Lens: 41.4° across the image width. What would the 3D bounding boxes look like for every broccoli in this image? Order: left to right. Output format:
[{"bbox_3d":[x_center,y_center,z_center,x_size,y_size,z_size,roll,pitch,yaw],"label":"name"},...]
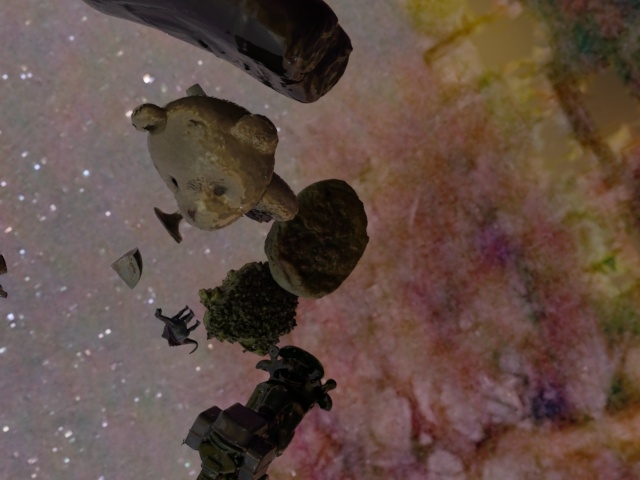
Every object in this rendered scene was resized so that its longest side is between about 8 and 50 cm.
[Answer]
[{"bbox_3d":[-0.199,0.172,2.189,0.288,0.245,0.248,40,-125,-47],"label":"broccoli"}]

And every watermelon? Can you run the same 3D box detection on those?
[{"bbox_3d":[-0.371,0.045,1.620,0.085,0.061,0.085,174,90,-78],"label":"watermelon"}]

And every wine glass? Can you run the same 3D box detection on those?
[{"bbox_3d":[-0.305,-0.109,2.184,0.126,0.241,0.126,53,-179,-1],"label":"wine glass"}]

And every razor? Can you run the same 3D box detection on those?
[{"bbox_3d":[-0.135,-0.281,1.002,0.349,0.114,0.204,26,180,11],"label":"razor"}]

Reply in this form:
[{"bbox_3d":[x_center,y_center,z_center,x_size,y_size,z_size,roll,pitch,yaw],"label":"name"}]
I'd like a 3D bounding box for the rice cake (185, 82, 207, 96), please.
[{"bbox_3d":[-0.258,-0.286,2.106,0.245,0.045,0.042,58,170,15],"label":"rice cake"}]

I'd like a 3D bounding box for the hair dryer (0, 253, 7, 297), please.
[{"bbox_3d":[-0.807,0.110,1.964,0.220,0.195,0.054,30,130,49],"label":"hair dryer"}]

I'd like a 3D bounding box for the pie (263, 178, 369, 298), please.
[{"bbox_3d":[0.000,0.000,1.873,0.078,0.277,0.277,34,173,46],"label":"pie"}]

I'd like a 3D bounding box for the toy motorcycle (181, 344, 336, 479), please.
[{"bbox_3d":[-0.075,0.239,1.129,0.124,0.187,0.274,27,-166,16],"label":"toy motorcycle"}]

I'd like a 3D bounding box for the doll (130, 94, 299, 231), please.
[{"bbox_3d":[-0.113,-0.075,1.021,0.278,0.175,0.149,37,-121,-76],"label":"doll"}]

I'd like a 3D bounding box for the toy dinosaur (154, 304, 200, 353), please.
[{"bbox_3d":[-0.283,0.176,1.708,0.045,0.080,0.197,45,168,32],"label":"toy dinosaur"}]
